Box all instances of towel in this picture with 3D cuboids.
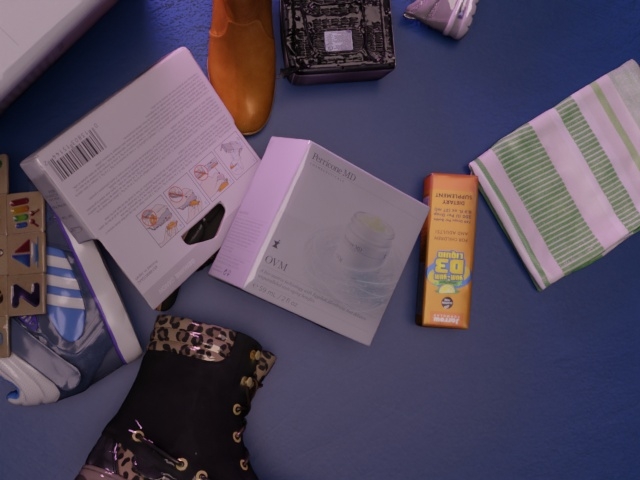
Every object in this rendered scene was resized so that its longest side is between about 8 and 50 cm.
[{"bbox_3d":[0.420,-0.101,1.505,0.325,0.038,0.248,-31,90,-6],"label":"towel"}]

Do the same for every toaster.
[{"bbox_3d":[0.016,-0.321,1.441,0.186,0.110,0.168,-5,87,-6],"label":"toaster"}]

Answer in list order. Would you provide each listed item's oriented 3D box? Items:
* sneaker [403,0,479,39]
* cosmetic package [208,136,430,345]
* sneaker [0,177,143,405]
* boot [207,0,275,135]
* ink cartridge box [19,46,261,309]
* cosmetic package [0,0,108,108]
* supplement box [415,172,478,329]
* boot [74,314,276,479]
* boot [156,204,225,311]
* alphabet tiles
[{"bbox_3d":[0.200,-0.456,1.466,0.115,0.105,0.281,12,87,-5],"label":"sneaker"},{"bbox_3d":[0.000,0.000,1.374,0.224,0.138,0.224,26,84,-28],"label":"cosmetic package"},{"bbox_3d":[-0.420,0.077,1.371,0.236,0.130,0.322,-25,95,-10],"label":"sneaker"},{"bbox_3d":[-0.115,-0.310,1.378,0.104,0.211,0.295,-2,88,-5],"label":"boot"},{"bbox_3d":[-0.230,-0.090,1.367,0.296,0.066,0.261,-45,111,-33],"label":"ink cartridge box"},{"bbox_3d":[-0.473,-0.357,1.262,0.393,0.327,0.329,-46,105,-5],"label":"cosmetic package"},{"bbox_3d":[0.192,0.017,1.458,0.078,0.080,0.233,3,90,-3],"label":"supplement box"},{"bbox_3d":[-0.121,0.286,1.350,0.377,0.138,0.284,19,64,-3],"label":"boot"},{"bbox_3d":[-0.162,0.029,1.430,0.137,0.077,0.198,21,87,-9],"label":"boot"},{"bbox_3d":[-0.541,0.029,1.359,0.343,0.011,0.285,-5,84,15],"label":"alphabet tiles"}]
